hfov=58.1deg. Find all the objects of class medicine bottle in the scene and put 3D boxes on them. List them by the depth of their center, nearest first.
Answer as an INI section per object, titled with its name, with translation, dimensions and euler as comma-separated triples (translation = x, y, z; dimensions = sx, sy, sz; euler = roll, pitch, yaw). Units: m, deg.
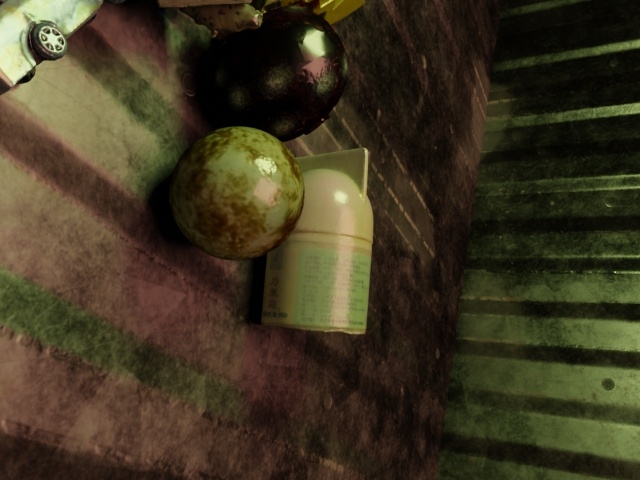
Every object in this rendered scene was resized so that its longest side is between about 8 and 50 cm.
[medicine bottle]
translation = 0.000, 0.000, 1.292
dimensions = 0.235, 0.235, 0.406
euler = 17, 74, -58

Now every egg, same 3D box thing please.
[egg]
translation = -0.146, -0.089, 1.053
dimensions = 0.289, 0.238, 0.238
euler = -72, 152, -71

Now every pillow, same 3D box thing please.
[pillow]
translation = -0.217, -0.429, 1.012
dimensions = 0.093, 0.241, 0.051
euler = -54, 179, -6

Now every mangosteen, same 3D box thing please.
[mangosteen]
translation = -0.088, -0.339, 1.137
dimensions = 0.288, 0.288, 0.288
euler = 3, 87, -60

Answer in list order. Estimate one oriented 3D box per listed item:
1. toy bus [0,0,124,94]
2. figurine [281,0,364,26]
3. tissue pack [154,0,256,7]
[toy bus]
translation = -0.382, -0.329, 0.786
dimensions = 0.136, 0.109, 0.330
euler = 51, 45, -33
[figurine]
translation = -0.022, -0.563, 1.317
dimensions = 0.169, 0.218, 0.326
euler = 62, 29, 2
[tissue pack]
translation = -0.200, -0.571, 0.889
dimensions = 0.198, 0.210, 0.370
euler = -9, 85, -23
